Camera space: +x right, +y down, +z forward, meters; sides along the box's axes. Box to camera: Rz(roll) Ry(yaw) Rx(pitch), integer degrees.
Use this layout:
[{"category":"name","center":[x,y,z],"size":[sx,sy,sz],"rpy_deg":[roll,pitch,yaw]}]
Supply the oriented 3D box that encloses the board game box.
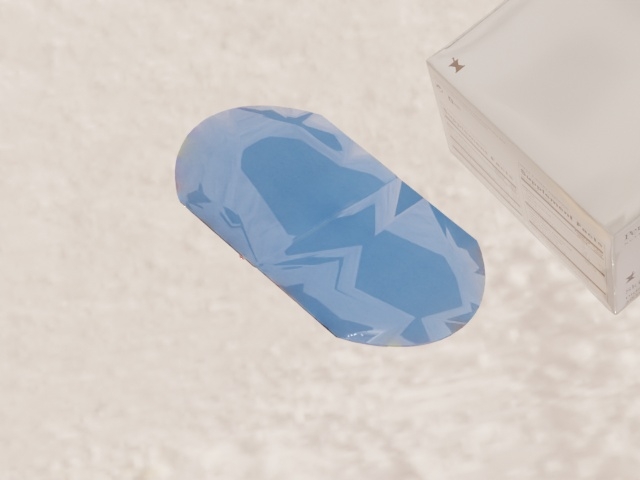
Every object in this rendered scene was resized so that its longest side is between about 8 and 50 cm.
[{"category":"board game box","center":[0.000,0.000,0.681],"size":[0.133,0.168,0.033],"rpy_deg":[-34,159,-50]}]

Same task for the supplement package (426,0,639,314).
[{"category":"supplement package","center":[0.250,-0.117,1.016],"size":[0.262,0.204,0.145],"rpy_deg":[-39,152,-6]}]
